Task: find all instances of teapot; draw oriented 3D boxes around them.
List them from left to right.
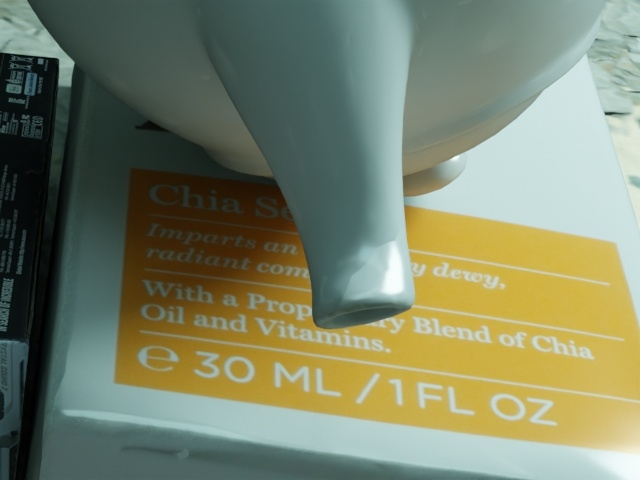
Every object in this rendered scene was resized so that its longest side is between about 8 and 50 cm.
[{"bbox_3d":[0.014,-0.106,0.673,0.256,0.187,0.252,-33,26,-26],"label":"teapot"}]

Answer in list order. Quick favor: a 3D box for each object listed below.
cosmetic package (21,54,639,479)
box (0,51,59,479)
[{"bbox_3d":[0.000,0.000,0.812,0.230,0.162,0.453,8,35,-9],"label":"cosmetic package"},{"bbox_3d":[-0.231,-0.006,0.749,0.242,0.077,0.307,6,23,-9],"label":"box"}]
